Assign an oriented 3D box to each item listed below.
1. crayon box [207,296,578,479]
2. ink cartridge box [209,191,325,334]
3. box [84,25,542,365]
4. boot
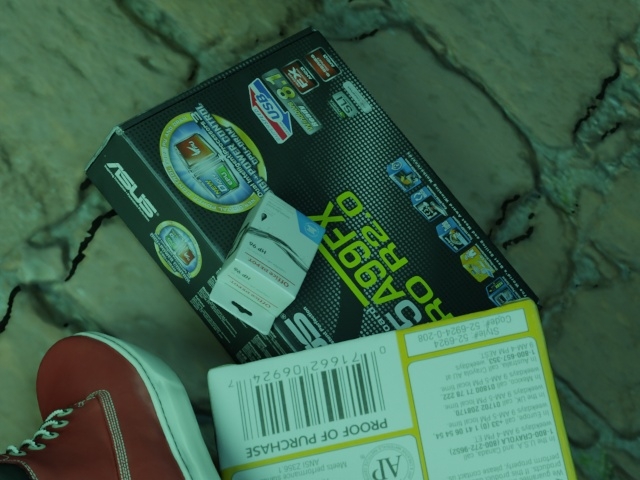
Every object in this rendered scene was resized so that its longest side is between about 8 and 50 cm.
[{"bbox_3d":[0.059,0.210,1.089,0.203,0.083,0.323,-13,59,5],"label":"crayon box"},{"bbox_3d":[-0.034,0.015,1.240,0.048,0.028,0.083,33,48,-10],"label":"ink cartridge box"},{"bbox_3d":[0.000,0.000,1.335,0.270,0.060,0.216,51,46,7],"label":"box"},{"bbox_3d":[-0.158,0.118,1.067,0.176,0.088,0.244,12,23,-31],"label":"boot"}]
